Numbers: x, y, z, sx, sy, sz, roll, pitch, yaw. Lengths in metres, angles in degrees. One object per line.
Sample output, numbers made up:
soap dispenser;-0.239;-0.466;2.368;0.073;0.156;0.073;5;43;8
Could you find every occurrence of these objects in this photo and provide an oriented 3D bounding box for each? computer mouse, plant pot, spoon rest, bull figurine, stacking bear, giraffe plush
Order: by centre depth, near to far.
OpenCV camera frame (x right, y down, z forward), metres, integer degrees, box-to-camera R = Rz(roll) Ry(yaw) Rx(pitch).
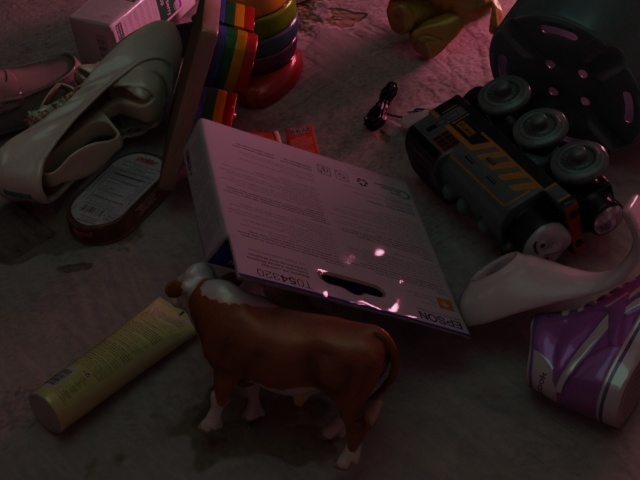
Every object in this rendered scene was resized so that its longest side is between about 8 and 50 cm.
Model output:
bull figurine;-0.057;0.139;1.475;0.310;0.188;0.101;13;21;27
spoon rest;0.283;0.041;1.550;0.276;0.084;0.137;-29;8;35
plant pot;0.435;-0.323;1.842;0.341;0.341;0.334;24;58;32
computer mouse;0.162;-0.190;1.930;0.193;0.042;0.106;16;45;25
stacking bear;-0.121;-0.385;2.012;0.175;0.289;0.164;30;54;36
giraffe plush;0.216;-0.417;2.108;0.210;0.181;0.170;-11;18;13

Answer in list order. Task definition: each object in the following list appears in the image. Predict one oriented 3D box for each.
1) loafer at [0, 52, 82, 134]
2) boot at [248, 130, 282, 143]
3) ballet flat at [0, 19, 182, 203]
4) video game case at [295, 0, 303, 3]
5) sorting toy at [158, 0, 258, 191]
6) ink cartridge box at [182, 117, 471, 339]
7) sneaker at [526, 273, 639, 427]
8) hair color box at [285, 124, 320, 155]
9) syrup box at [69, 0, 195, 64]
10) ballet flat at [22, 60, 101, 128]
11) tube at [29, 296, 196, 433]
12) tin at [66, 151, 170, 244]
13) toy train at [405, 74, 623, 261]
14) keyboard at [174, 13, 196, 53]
loafer;-0.525;-0.229;2.039;0.319;0.111;0.112;-33;47;-25
boot;-0.083;-0.114;1.877;0.084;0.059;0.158;-8;40;-7
ballet flat;-0.322;-0.185;1.939;0.139;0.139;0.400;26;58;33
video game case;-0.007;-0.508;2.336;0.212;0.023;0.193;-21;42;-15
sorting toy;-0.158;-0.233;1.869;0.089;0.257;0.255;14;30;-10
ink cartridge box;0.000;0.000;1.603;0.324;0.071;0.330;16;34;-25
sneaker;0.346;0.088;1.542;0.161;0.102;0.282;19;48;32
hair color box;-0.018;-0.096;1.832;0.043;0.072;0.141;-10;40;-2
syrup box;-0.323;-0.402;2.215;0.096;0.093;0.237;16;46;26
ballet flat;-0.381;-0.237;2.035;0.077;0.091;0.241;37;53;6
tube;-0.256;0.153;1.607;0.240;0.062;0.070;-38;93;-36
tin;-0.294;-0.065;1.873;0.106;0.040;0.190;20;48;23
toy train;0.262;-0.092;1.743;0.190;0.142;0.334;-32;47;-8
keyboard;-0.187;-0.364;2.204;0.180;0.023;0.108;-11;47;-4
